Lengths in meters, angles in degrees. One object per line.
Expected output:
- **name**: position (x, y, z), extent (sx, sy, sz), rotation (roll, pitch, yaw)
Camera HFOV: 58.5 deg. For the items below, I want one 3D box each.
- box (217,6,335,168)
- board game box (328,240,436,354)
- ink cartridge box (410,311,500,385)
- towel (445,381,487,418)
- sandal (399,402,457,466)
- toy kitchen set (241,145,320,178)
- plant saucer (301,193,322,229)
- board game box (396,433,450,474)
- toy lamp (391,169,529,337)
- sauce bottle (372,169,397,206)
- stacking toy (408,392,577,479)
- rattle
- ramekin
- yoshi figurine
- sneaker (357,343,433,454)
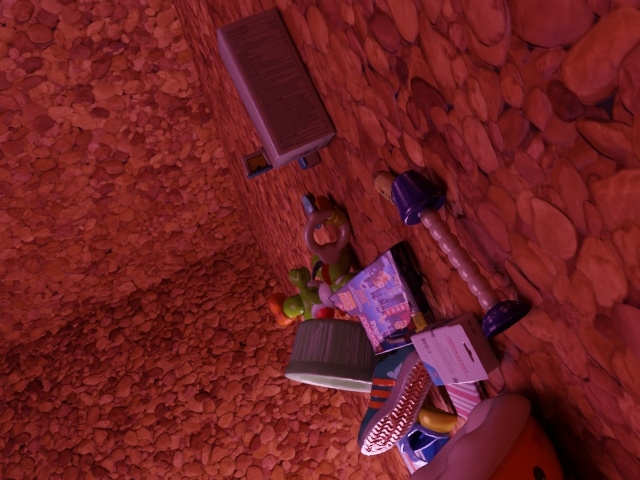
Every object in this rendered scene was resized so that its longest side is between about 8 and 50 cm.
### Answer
- **box**: position (-0.102, -0.336, 1.279), extent (0.311, 0.148, 0.121), rotation (66, 169, 2)
- **board game box**: position (0.121, 0.127, 1.182), extent (0.194, 0.060, 0.194), rotation (-25, 90, 36)
- **ink cartridge box**: position (0.243, 0.192, 1.007), extent (0.104, 0.060, 0.180), rotation (63, 156, 6)
- **towel**: position (0.285, 0.280, 1.148), extent (0.197, 0.029, 0.144), rotation (65, 166, -4)
- **sandal**: position (0.219, 0.465, 1.429), extent (0.317, 0.126, 0.138), rotation (164, 118, -76)
- **toy kitchen set**: position (-0.115, -0.216, 1.529), extent (0.122, 0.166, 0.207), rotation (65, 169, -1)
- **plant saucer**: position (-0.021, -0.090, 1.741), extent (0.119, 0.021, 0.119), rotation (61, 169, 21)
- **board game box**: position (0.333, 0.662, 1.586), extent (0.308, 0.086, 0.302), rotation (62, 169, 12)
- **toy lamp**: position (0.196, 0.009, 0.846), extent (0.274, 0.080, 0.080), rotation (57, 166, 24)
- **sauce bottle**: position (0.136, -0.082, 1.002), extent (0.128, 0.042, 0.042), rotation (52, 163, 53)
- **stacking toy**: position (0.350, 0.501, 0.847), extent (0.480, 0.350, 0.350), rotation (41, 162, 16)
- **rattle**: position (0.000, 0.000, 1.502), extent (0.143, 0.130, 0.199), rotation (31, 129, 50)
- **ramekin**: position (0.064, 0.307, 1.515), extent (0.303, 0.303, 0.148), rotation (101, 177, -71)
- **yoshi figurine**: position (-0.003, 0.119, 1.640), extent (0.203, 0.203, 0.362), rotation (37, 143, -16)
- **sneaker**: position (0.166, 0.355, 1.333), extent (0.108, 0.302, 0.121), rotation (20, -164, -29)
